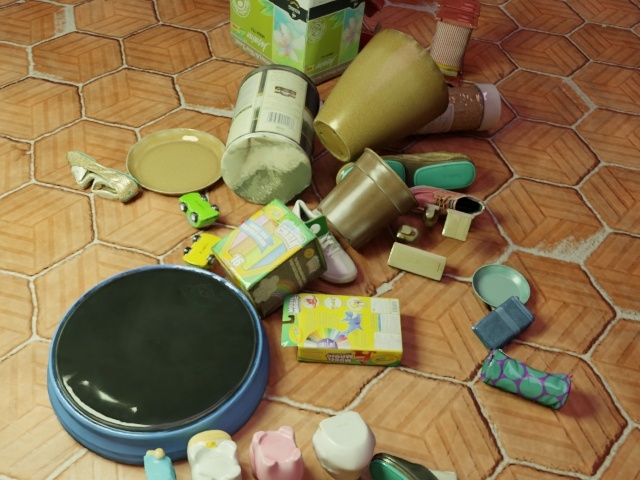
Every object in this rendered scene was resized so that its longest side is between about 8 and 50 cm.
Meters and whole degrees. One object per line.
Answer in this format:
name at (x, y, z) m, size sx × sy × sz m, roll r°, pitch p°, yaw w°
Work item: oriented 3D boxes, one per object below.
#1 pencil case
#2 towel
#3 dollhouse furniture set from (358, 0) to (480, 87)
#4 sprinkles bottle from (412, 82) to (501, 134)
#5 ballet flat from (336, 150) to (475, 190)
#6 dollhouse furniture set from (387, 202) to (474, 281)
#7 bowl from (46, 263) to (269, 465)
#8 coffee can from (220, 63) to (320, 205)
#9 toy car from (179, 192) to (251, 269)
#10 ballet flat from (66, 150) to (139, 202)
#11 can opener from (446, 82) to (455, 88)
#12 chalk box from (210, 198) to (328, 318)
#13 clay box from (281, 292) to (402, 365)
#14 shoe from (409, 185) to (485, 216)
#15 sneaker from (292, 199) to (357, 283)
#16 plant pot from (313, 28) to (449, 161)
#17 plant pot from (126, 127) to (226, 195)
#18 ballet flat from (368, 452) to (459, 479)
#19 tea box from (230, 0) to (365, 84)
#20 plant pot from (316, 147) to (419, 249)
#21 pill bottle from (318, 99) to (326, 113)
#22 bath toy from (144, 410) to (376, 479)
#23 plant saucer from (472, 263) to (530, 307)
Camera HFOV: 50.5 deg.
pencil case at (0.370, 0.248, 1.224) m, size 0.152 × 0.064 × 0.070 m, roll 20°, pitch 73°, yaw 13°
towel at (0.356, 0.163, 1.318) m, size 0.119 × 0.029 × 0.067 m, roll -32°, pitch 74°, yaw -21°
dollhouse furniture set at (0.246, -0.591, 1.928) m, size 0.374 × 0.201 × 0.152 m, roll 15°, pitch 47°, yaw 8°
sprinkles bottle at (0.275, -0.331, 1.736) m, size 0.355 × 0.121 × 0.121 m, roll -6°, pitch 47°, yaw -11°
ballet flat at (0.190, -0.163, 1.585) m, size 0.342 × 0.116 × 0.124 m, roll -9°, pitch 28°, yaw -12°
dollhouse furniture set at (0.237, 0.011, 1.468) m, size 0.144 × 0.123 × 0.151 m, roll 17°, pitch 82°, yaw 12°
bowl at (-0.284, 0.199, 1.204) m, size 0.391 × 0.077 × 0.391 m, roll 3°, pitch 46°, yaw -3°
coffee can at (-0.110, -0.245, 1.560) m, size 0.202 × 0.201 × 0.275 m, roll 5°, pitch 46°, yaw 0°
toy car at (-0.222, -0.025, 1.436) m, size 0.239 × 0.053 × 0.225 m, roll -22°, pitch 47°, yaw -34°
ballet flat at (-0.503, -0.140, 1.518) m, size 0.206 × 0.073 × 0.067 m, roll 22°, pitch 59°, yaw 19°
can opener at (0.292, -0.381, 1.841) m, size 0.186 × 0.073 × 0.059 m, roll -21°, pitch 90°, yaw -20°
chalk box at (-0.079, 0.020, 1.318) m, size 0.213 × 0.132 × 0.132 m, roll -38°, pitch 59°, yaw -14°
clay box at (0.039, 0.167, 1.280) m, size 0.222 × 0.053 × 0.127 m, roll 3°, pitch 46°, yaw -1°
shoe at (0.274, -0.086, 1.512) m, size 0.178 × 0.063 × 0.081 m, roll 7°, pitch 5°, yaw -8°
sneaker at (0.000, 0.000, 1.409) m, size 0.080 × 0.094 × 0.212 m, roll -25°, pitch 53°, yaw -28°
plant pot at (0.114, -0.298, 1.521) m, size 0.254 × 0.237 × 0.237 m, roll -42°, pitch 60°, yaw -14°
plant pot at (-0.333, -0.181, 1.596) m, size 0.236 × 0.032 × 0.236 m, roll 2°, pitch 47°, yaw -2°
ballet flat at (0.195, 0.421, 1.032) m, size 0.096 × 0.095 × 0.280 m, roll -27°, pitch 64°, yaw -39°
tea box at (-0.068, -0.649, 1.869) m, size 0.220 × 0.323 × 0.329 m, roll -31°, pitch 55°, yaw -31°
plant pot at (0.092, -0.077, 1.427) m, size 0.165 × 0.167 × 0.167 m, roll -43°, pitch 57°, yaw 1°
pill bottle at (0.023, -0.327, 1.745) m, size 0.120 × 0.067 × 0.067 m, roll -2°, pitch 46°, yaw -7°
bath toy at (-0.087, 0.348, 1.046) m, size 0.348 × 0.129 × 0.151 m, roll -7°, pitch 31°, yaw -12°
plant saucer at (0.369, 0.100, 1.398) m, size 0.119 × 0.021 × 0.119 m, roll 3°, pitch 46°, yaw -3°
